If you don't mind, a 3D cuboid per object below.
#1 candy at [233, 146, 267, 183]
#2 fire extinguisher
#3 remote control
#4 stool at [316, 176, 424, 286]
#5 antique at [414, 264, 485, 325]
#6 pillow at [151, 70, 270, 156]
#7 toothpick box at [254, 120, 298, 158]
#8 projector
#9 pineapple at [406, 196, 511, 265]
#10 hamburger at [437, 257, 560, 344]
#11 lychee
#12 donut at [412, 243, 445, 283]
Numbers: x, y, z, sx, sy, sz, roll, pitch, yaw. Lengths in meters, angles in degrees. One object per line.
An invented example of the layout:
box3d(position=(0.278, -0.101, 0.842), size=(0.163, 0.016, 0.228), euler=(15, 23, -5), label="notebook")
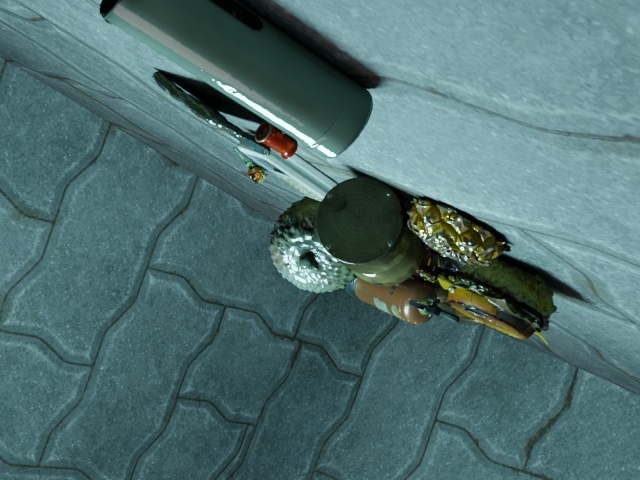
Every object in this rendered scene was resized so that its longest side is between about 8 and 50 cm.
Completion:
box3d(position=(-0.202, -0.213, 2.474), size=(0.056, 0.049, 0.184), euler=(18, 164, 27), label="candy")
box3d(position=(0.237, 0.147, 2.411), size=(0.200, 0.113, 0.376), euler=(-1, -168, -31), label="fire extinguisher")
box3d(position=(-0.058, -0.156, 2.041), size=(0.277, 0.055, 0.103), euler=(31, 174, -43), label="remote control")
box3d(position=(0.109, -0.012, 1.868), size=(0.179, 0.179, 0.264), euler=(26, 175, 20), label="stool")
box3d(position=(0.382, 0.143, 2.452), size=(0.257, 0.121, 0.143), euler=(26, 168, 23), label="antique")
box3d(position=(-0.222, -0.254, 1.819), size=(0.189, 0.034, 0.255), euler=(31, -176, -46), label="pillow")
box3d(position=(-0.085, -0.197, 1.769), size=(0.083, 0.047, 0.047), euler=(30, 176, -41), label="toothpick box")
box3d(position=(-0.094, -0.223, 1.081), size=(0.338, 0.108, 0.108), euler=(30, 176, -27), label="projector")
box3d(position=(0.255, -0.007, 1.713), size=(0.225, 0.076, 0.225), euler=(29, 175, 3), label="pineapple")
box3d(position=(0.381, 0.113, 1.907), size=(0.262, 0.138, 0.243), euler=(31, 173, -41), label="hamburger")
box3d(position=(0.000, 0.000, 2.249), size=(0.255, 0.255, 0.274), euler=(28, -144, -4), label="lychee")
box3d(position=(0.225, 0.037, 2.351), size=(0.235, 0.089, 0.235), euler=(28, 177, 2), label="donut")
